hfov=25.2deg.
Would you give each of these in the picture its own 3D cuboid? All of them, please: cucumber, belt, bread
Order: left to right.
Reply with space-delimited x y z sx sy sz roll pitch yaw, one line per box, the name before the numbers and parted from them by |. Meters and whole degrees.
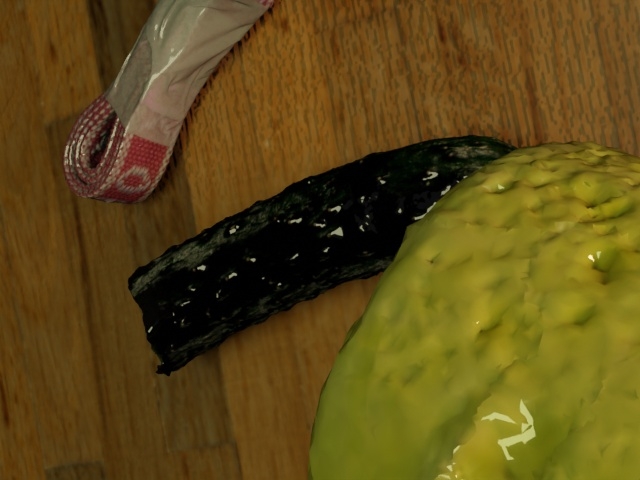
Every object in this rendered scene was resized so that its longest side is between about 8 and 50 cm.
belt | -0.098 -0.121 0.951 0.071 0.053 0.232 47 117 34
cucumber | 0.000 0.000 0.878 0.303 0.072 0.081 -26 76 33
bread | 0.171 0.125 0.620 0.307 0.348 0.348 31 110 37
